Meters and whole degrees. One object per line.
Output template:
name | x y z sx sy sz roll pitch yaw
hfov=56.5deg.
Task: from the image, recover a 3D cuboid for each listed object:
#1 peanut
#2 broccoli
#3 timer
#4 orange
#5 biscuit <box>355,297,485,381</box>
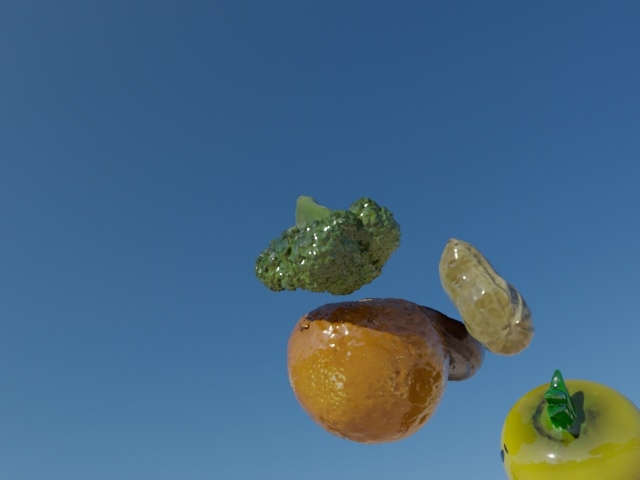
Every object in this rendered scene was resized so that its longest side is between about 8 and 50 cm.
peanut | 0.408 0.144 1.510 0.174 0.340 0.158 28 -69 -39
broccoli | 0.000 0.029 1.183 0.186 0.254 0.302 57 -25 -14
timer | 0.431 0.338 1.018 0.286 0.285 0.285 -5 -36 -3
orange | 0.100 0.268 1.238 0.341 0.293 0.340 -5 -6 0
biscuit | 0.254 0.292 1.678 0.408 0.091 0.407 17 -26 9
